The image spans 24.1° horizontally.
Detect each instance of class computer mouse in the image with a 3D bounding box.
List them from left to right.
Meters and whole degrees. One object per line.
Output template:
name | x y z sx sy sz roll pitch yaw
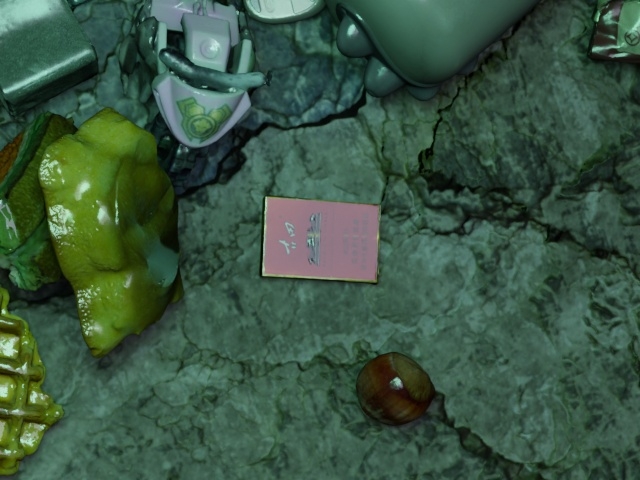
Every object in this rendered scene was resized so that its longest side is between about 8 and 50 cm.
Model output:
computer mouse | -0.039 -0.272 1.656 0.096 0.039 0.066 -12 89 -4

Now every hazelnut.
hazelnut | 0.080 0.164 1.637 0.086 0.086 0.086 1 86 -12

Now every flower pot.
flower pot | -0.327 -0.251 1.562 0.108 0.103 0.229 -27 91 -12

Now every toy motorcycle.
toy motorcycle | -0.122 -0.219 1.559 0.143 0.188 0.327 11 84 -18

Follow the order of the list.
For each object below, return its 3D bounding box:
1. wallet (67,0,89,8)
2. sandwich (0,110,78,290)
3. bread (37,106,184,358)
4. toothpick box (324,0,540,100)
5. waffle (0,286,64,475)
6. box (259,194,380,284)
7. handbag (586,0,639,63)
wallet | -0.265 -0.323 1.617 0.088 0.026 0.129 -27 92 -12
sandwich | -0.326 -0.035 1.549 0.109 0.160 0.184 58 36 -36
bread | -0.201 -0.010 1.516 0.088 0.160 0.233 -8 114 23
toothpick box | 0.140 -0.295 1.610 0.316 0.229 0.229 -43 95 -12
waffle | -0.425 0.152 1.540 0.301 0.058 0.281 33 80 -7
box | 0.000 0.000 1.655 0.133 0.023 0.090 5 84 -12
handbag | 0.433 -0.288 1.713 0.235 0.127 0.212 8 83 1
